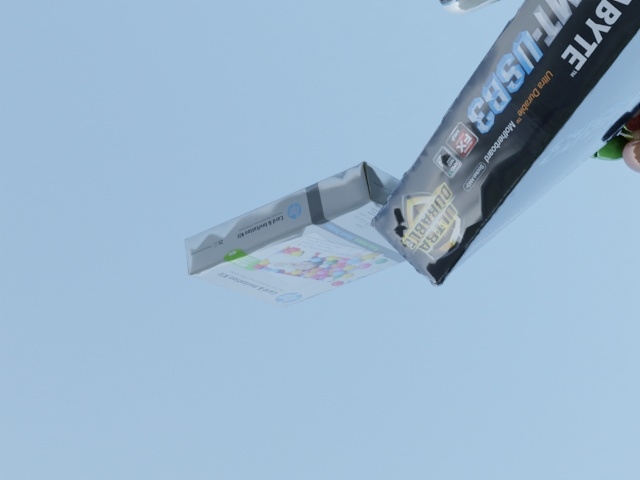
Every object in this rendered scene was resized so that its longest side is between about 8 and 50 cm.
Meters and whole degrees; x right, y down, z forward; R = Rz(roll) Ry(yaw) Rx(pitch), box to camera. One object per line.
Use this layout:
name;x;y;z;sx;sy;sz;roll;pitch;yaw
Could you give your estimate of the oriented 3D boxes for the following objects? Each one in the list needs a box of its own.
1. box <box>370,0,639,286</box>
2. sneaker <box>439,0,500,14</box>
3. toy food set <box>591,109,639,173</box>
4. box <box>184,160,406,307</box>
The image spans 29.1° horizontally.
box;0.194;-0.134;0.807;0.073;0.293;0.295;44;-136;12
sneaker;0.221;-0.260;1.140;0.237;0.085;0.086;-28;-70;-6
toy food set;0.324;-0.124;1.319;0.128;0.218;0.071;80;-154;-52
box;0.000;0.000;1.058;0.145;0.186;0.038;24;-129;-54
